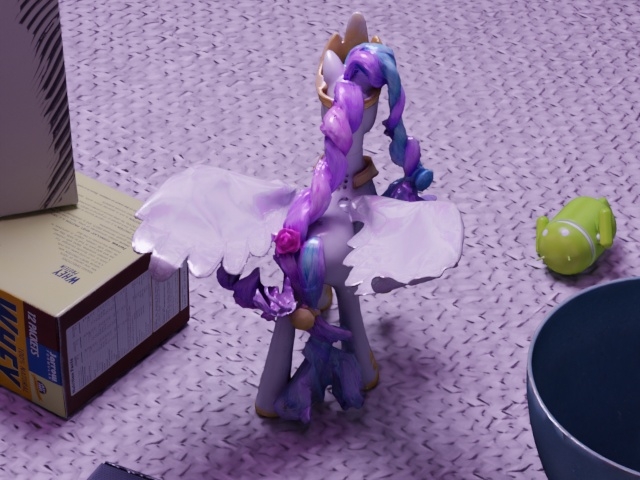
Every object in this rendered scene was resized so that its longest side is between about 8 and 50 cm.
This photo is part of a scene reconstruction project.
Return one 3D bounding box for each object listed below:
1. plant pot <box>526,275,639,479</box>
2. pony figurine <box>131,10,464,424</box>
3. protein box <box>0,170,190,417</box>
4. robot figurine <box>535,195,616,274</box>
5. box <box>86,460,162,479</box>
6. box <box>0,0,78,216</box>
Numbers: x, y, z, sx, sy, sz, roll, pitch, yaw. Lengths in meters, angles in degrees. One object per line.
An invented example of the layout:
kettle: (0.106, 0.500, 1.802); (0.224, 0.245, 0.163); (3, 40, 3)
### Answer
plant pot: (0.326, 0.196, 1.742); (0.290, 0.195, 0.290); (1, 37, -1)
pony figurine: (0.000, 0.000, 1.850); (0.303, 0.363, 0.351); (10, 37, 9)
protein box: (-0.275, 0.046, 1.966); (0.200, 0.136, 0.201); (24, 42, 28)
robot figurine: (0.288, -0.005, 2.116); (0.101, 0.067, 0.115); (-4, 26, 42)
box: (-0.173, 0.312, 1.679); (0.183, 0.059, 0.232); (17, 40, 21)
box: (-0.308, -0.168, 1.908); (0.094, 0.275, 0.113); (-10, 38, -13)
